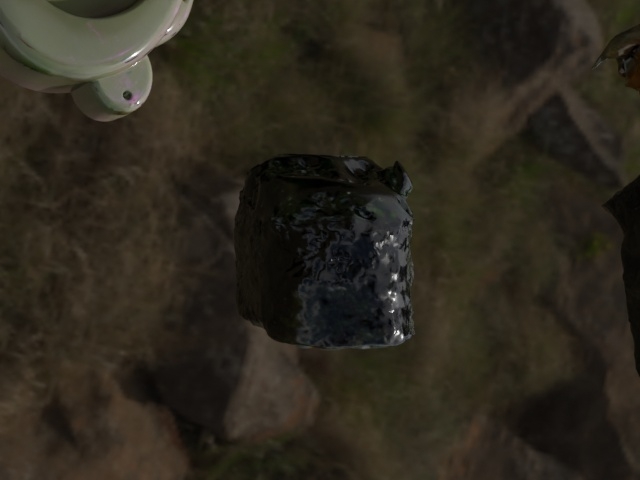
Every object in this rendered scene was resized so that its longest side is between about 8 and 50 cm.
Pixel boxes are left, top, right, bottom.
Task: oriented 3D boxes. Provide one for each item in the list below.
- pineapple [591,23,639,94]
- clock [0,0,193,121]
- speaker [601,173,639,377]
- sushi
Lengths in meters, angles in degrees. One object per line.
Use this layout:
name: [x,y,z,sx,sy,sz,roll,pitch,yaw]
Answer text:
pineapple: [0.277,-0.091,0.581,0.161,0.335,0.158,-33,137,-55]
clock: [-0.259,-0.297,1.446,0.284,0.114,0.309,22,72,-29]
speaker: [0.471,0.062,1.343,0.180,0.388,0.184,134,-35,-62]
sushi: [0.000,0.000,1.032,0.225,0.124,0.127,-124,-145,-76]
